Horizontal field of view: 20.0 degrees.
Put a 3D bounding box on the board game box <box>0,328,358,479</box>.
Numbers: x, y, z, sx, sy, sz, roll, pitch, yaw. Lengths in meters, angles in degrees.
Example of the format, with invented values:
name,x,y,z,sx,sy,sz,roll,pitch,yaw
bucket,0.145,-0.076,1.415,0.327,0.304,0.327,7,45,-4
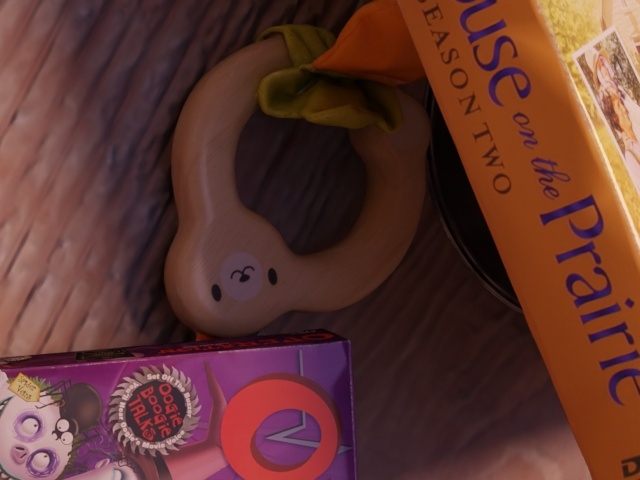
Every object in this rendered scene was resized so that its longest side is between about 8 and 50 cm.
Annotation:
name,x,y,z,sx,sy,sz,roll,pitch,yaw
board game box,-0.082,0.217,0.744,0.208,0.056,0.347,-5,94,-21

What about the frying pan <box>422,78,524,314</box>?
name,x,y,z,sx,sy,sz,roll,pitch,yaw
frying pan,0.199,-0.049,0.937,0.326,0.053,0.197,4,88,-26

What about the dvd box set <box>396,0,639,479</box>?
name,x,y,z,sx,sy,sz,roll,pitch,yaw
dvd box set,0.131,-0.108,0.770,0.307,0.062,0.420,-22,90,-57

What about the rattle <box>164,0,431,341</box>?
name,x,y,z,sx,sy,sz,roll,pitch,yaw
rattle,0.000,0.000,0.773,0.130,0.143,0.200,46,63,-37
